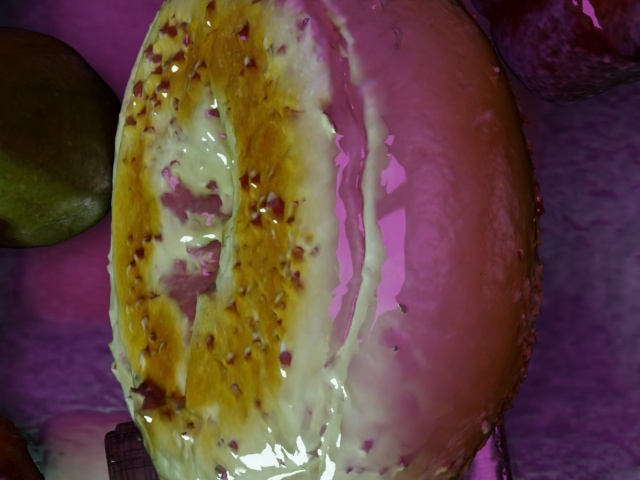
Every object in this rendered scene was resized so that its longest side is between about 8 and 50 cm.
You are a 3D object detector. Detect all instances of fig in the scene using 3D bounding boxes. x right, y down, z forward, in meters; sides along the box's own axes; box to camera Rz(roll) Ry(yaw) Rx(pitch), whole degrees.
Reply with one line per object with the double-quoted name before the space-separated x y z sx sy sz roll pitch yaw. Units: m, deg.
"fig" -0.179 -0.075 0.816 0.133 0.185 0.127 24 64 18

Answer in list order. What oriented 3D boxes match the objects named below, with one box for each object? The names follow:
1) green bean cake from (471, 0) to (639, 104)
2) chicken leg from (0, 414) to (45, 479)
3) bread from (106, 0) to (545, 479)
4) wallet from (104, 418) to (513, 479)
"green bean cake" 0.164 -0.184 0.750 0.232 0.097 0.199 -28 89 -27
"chicken leg" -0.215 0.095 0.847 0.177 0.083 0.323 -35 81 35
"bread" 0.000 0.000 0.752 0.305 0.158 0.306 -5 83 54
"wallet" -0.005 0.147 0.845 0.230 0.042 0.124 -10 81 8
